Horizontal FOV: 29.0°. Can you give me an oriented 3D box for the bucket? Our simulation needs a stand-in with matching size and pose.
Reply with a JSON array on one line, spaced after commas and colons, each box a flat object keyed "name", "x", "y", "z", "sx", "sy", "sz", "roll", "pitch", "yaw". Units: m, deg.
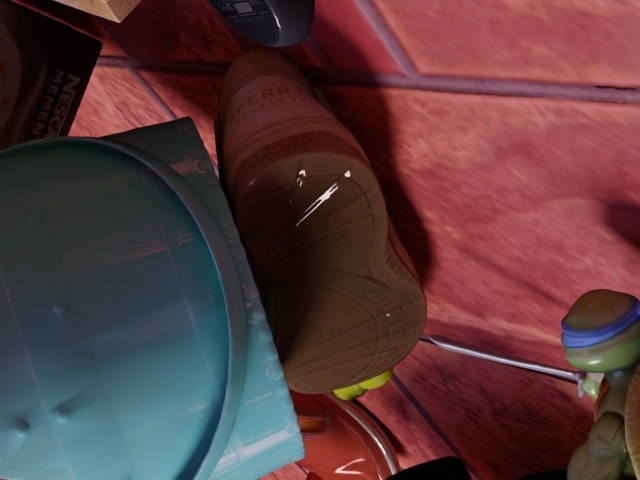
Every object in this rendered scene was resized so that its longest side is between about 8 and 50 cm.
[{"name": "bucket", "x": -0.133, "y": 0.059, "z": 0.807, "sx": 0.281, "sy": 0.183, "sz": 0.281, "roll": 160, "pitch": 90, "yaw": -83}]

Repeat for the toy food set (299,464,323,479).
[{"name": "toy food set", "x": 0.024, "y": 0.310, "z": 1.514, "sx": 0.111, "sy": 0.104, "sz": 0.232, "roll": 21, "pitch": 155, "yaw": 35}]

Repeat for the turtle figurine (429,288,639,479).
[{"name": "turtle figurine", "x": 0.178, "y": 0.162, "z": 0.769, "sx": 0.266, "sy": 0.274, "sz": 0.198, "roll": 55, "pitch": -163, "yaw": -9}]

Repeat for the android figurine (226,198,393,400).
[{"name": "android figurine", "x": -0.047, "y": 0.052, "z": 1.129, "sx": 0.248, "sy": 0.056, "sz": 0.273, "roll": 23, "pitch": 158, "yaw": 33}]

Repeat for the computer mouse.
[{"name": "computer mouse", "x": -0.075, "y": -0.202, "z": 0.641, "sx": 0.071, "sy": 0.041, "sz": 0.242, "roll": 13, "pitch": 144, "yaw": 56}]

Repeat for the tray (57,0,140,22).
[{"name": "tray", "x": -0.255, "y": -0.258, "z": 0.693, "sx": 0.411, "sy": 0.076, "sz": 0.203, "roll": 26, "pitch": 159, "yaw": 43}]

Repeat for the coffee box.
[{"name": "coffee box", "x": -0.275, "y": -0.118, "z": 0.853, "sx": 0.098, "sy": 0.141, "sz": 0.246, "roll": 24, "pitch": -175, "yaw": 23}]

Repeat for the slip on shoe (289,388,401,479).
[{"name": "slip on shoe", "x": -0.038, "y": 0.194, "z": 1.330, "sx": 0.123, "sy": 0.101, "sz": 0.331, "roll": -21, "pitch": 123, "yaw": 41}]

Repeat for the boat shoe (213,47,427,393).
[{"name": "boat shoe", "x": 0.000, "y": 0.000, "z": 0.878, "sx": 0.341, "sy": 0.121, "sz": 0.110, "roll": 80, "pitch": 171, "yaw": -57}]

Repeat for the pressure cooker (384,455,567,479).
[{"name": "pressure cooker", "x": 0.179, "y": 0.405, "z": 1.094, "sx": 0.375, "sy": 0.370, "sz": 0.420, "roll": 26, "pitch": 161, "yaw": -3}]
